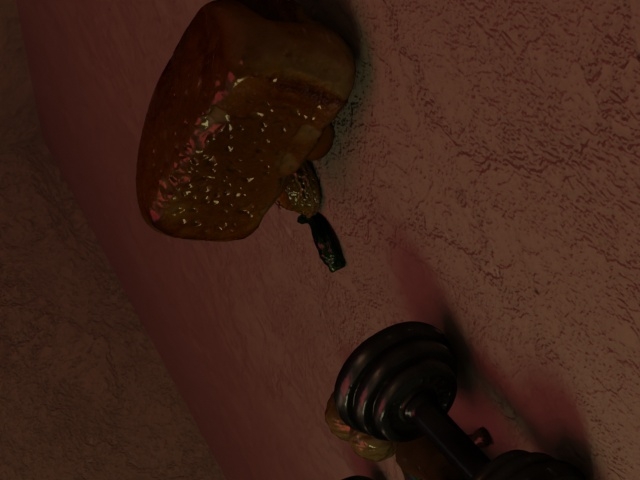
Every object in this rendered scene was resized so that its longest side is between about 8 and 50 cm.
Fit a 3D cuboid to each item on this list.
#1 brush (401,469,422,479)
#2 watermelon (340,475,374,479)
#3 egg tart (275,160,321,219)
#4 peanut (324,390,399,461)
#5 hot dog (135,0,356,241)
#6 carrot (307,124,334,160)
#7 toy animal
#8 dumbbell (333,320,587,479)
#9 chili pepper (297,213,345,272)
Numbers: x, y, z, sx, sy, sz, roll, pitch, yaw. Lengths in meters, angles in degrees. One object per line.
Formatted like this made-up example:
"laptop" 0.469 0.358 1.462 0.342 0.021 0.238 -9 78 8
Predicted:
"brush" 0.149 0.404 1.863 0.070 0.021 0.196 53 159 37
"watermelon" 0.080 0.521 2.016 0.187 0.141 0.140 62 162 12
"egg tart" -0.045 -0.088 1.713 0.130 0.052 0.130 49 153 35
"peanut" 0.072 0.295 1.803 0.098 0.103 0.229 58 167 -18
"hot dog" -0.112 -0.182 1.471 0.405 0.185 0.223 -51 39 46
"carrot" -0.048 -0.173 1.611 0.210 0.061 0.061 40 149 59
"toy animal" 0.171 0.311 1.558 0.219 0.101 0.103 18 129 66
"dumbbell" 0.168 0.255 1.373 0.406 0.179 0.179 45 153 45
"chili pepper" -0.001 -0.005 1.725 0.118 0.035 0.055 53 142 21
